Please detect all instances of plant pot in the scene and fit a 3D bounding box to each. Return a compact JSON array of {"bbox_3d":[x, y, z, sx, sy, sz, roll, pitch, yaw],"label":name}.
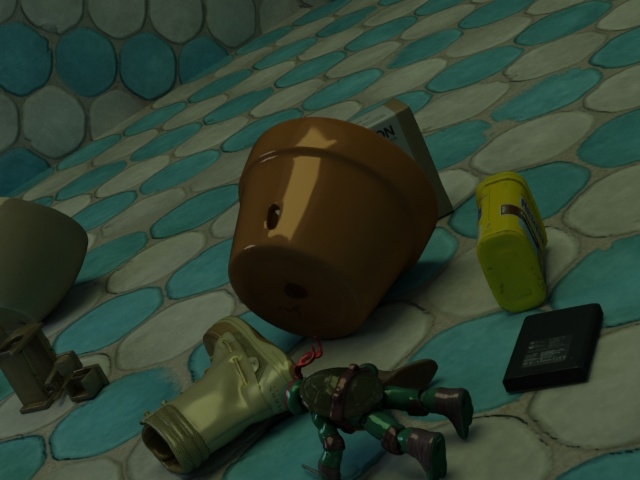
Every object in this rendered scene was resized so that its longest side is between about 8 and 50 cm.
[{"bbox_3d":[-0.603,0.067,2.173,0.284,0.284,0.191,-14,58,29],"label":"plant pot"},{"bbox_3d":[0.000,0.000,1.583,0.291,0.291,0.203,-10,41,36],"label":"plant pot"}]

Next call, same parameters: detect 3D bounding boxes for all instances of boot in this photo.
[{"bbox_3d":[0.075,0.171,1.368,0.118,0.042,0.087,-30,18,-14],"label":"boot"},{"bbox_3d":[-0.152,0.203,1.488,0.203,0.095,0.262,-33,25,-17],"label":"boot"}]

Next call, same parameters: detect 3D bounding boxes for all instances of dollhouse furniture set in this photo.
[{"bbox_3d":[-0.435,0.161,1.791,0.161,0.182,0.101,-15,22,28],"label":"dollhouse furniture set"}]

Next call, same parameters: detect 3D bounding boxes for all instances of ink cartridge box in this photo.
[{"bbox_3d":[0.066,-0.087,1.802,0.235,0.193,0.088,-28,20,-4],"label":"ink cartridge box"}]

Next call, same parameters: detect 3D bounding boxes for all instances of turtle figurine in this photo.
[{"bbox_3d":[0.039,0.193,1.240,0.234,0.118,0.175,6,53,31],"label":"turtle figurine"}]

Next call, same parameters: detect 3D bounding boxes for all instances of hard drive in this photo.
[{"bbox_3d":[0.267,0.121,1.289,0.094,0.022,0.135,-14,23,29],"label":"hard drive"}]

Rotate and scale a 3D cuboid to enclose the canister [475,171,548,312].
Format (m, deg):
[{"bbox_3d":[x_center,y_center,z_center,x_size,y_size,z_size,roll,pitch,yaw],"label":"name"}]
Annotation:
[{"bbox_3d":[0.248,0.001,1.465,0.073,0.126,0.170,-18,23,18],"label":"canister"}]
